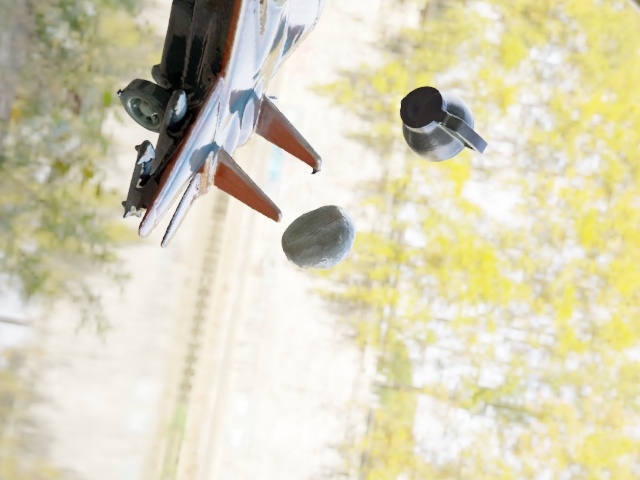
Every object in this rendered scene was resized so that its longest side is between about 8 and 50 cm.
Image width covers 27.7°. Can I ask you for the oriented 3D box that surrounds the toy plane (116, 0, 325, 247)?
[{"bbox_3d":[-0.054,-0.126,0.778,0.223,0.104,0.326,-54,162,-29],"label":"toy plane"}]

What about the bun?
[{"bbox_3d":[0.000,0.000,1.248,0.083,0.083,0.045,-86,152,-63],"label":"bun"}]

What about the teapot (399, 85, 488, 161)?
[{"bbox_3d":[0.108,-0.105,1.169,0.066,0.088,0.057,-58,145,-2],"label":"teapot"}]

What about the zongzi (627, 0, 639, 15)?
[{"bbox_3d":[0.300,-0.259,1.108,0.138,0.300,0.286,-56,-167,24],"label":"zongzi"}]
